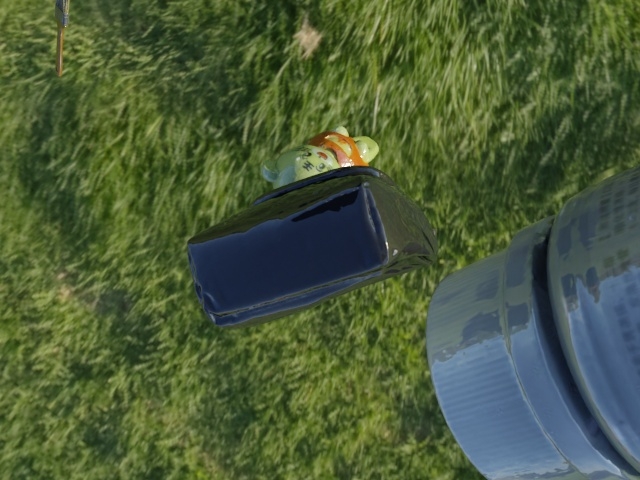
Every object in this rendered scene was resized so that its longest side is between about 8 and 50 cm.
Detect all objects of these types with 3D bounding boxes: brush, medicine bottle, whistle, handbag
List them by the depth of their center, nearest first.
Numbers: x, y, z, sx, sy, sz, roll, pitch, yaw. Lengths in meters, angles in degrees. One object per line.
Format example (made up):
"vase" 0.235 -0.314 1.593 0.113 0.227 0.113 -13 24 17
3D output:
"medicine bottle" 0.260 0.067 0.673 0.306 0.245 0.245 -25 106 37
"handbag" -0.001 -0.003 1.242 0.301 0.275 0.178 -20 88 24
"whistle" 0.015 -0.123 1.467 0.131 0.288 0.106 37 129 15
"brush" -0.452 -0.361 1.525 0.043 0.014 0.170 48 137 36
